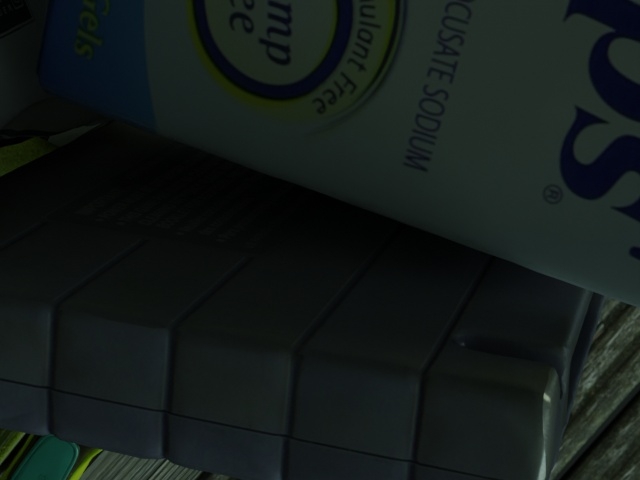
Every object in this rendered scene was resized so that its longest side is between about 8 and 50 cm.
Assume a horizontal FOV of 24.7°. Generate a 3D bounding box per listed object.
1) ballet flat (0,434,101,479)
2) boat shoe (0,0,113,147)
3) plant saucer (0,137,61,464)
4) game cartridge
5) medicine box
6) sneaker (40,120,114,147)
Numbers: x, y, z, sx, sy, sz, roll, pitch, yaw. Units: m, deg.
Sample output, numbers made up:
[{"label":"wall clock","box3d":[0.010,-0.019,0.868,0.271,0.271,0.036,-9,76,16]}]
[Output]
[{"label":"ballet flat","box3d":[-0.220,0.161,1.341,0.231,0.077,0.077,-49,-167,24]},{"label":"boat shoe","box3d":[-0.152,-0.069,0.552,0.102,0.108,0.301,-16,-166,15]},{"label":"plant saucer","box3d":[-0.177,0.034,0.681,0.188,0.045,0.188,26,111,-41]},{"label":"game cartridge","box3d":[0.000,0.000,0.584,0.355,0.230,0.068,-44,137,-67]},{"label":"medicine box","box3d":[0.083,-0.138,0.486,0.149,0.289,0.263,-28,135,-65]},{"label":"sneaker","box3d":[-0.151,-0.015,0.739,0.234,0.106,0.078,-45,170,-17]}]
